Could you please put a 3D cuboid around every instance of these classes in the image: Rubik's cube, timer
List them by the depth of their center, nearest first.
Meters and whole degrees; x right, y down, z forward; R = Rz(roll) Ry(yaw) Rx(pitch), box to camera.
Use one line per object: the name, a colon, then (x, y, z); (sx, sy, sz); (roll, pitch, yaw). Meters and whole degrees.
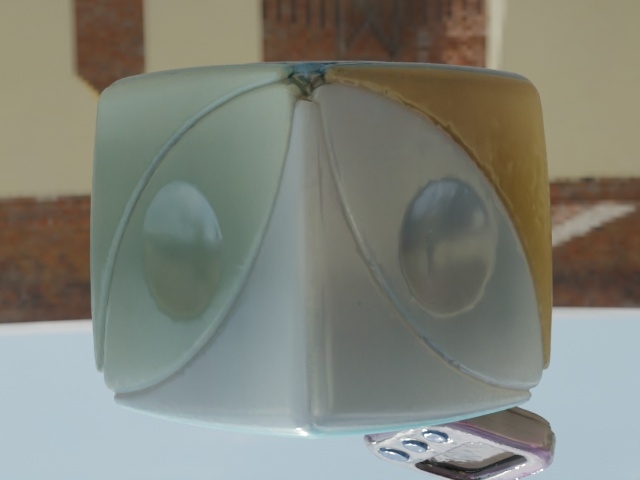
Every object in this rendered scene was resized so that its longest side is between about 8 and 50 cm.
Rubik's cube: (0.000, 0.000, 1.561); (0.352, 0.347, 0.351); (-3, -176, -45)
timer: (0.160, 0.227, 1.827); (0.191, 0.069, 0.208); (20, 154, -18)
